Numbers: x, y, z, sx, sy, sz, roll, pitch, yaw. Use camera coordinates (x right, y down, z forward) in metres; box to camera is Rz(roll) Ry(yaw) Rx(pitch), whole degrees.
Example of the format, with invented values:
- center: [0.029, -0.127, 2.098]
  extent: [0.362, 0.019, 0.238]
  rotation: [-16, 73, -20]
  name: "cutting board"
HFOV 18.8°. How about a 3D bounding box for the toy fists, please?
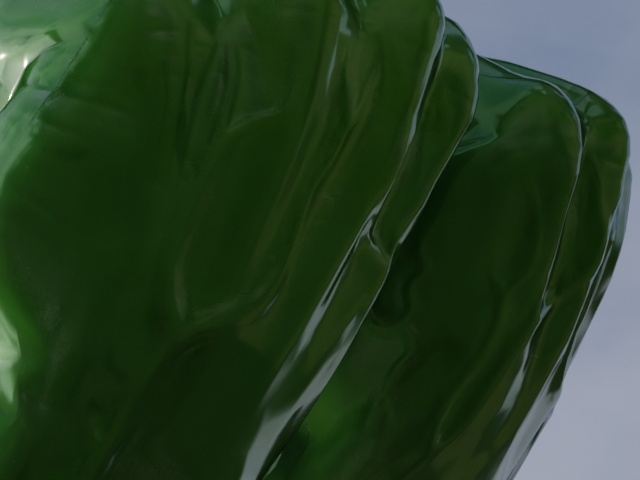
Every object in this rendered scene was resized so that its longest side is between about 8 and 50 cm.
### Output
- center: [0.000, 0.000, 0.513]
  extent: [0.142, 0.096, 0.279]
  rotation: [-60, -30, 6]
  name: "toy fists"
